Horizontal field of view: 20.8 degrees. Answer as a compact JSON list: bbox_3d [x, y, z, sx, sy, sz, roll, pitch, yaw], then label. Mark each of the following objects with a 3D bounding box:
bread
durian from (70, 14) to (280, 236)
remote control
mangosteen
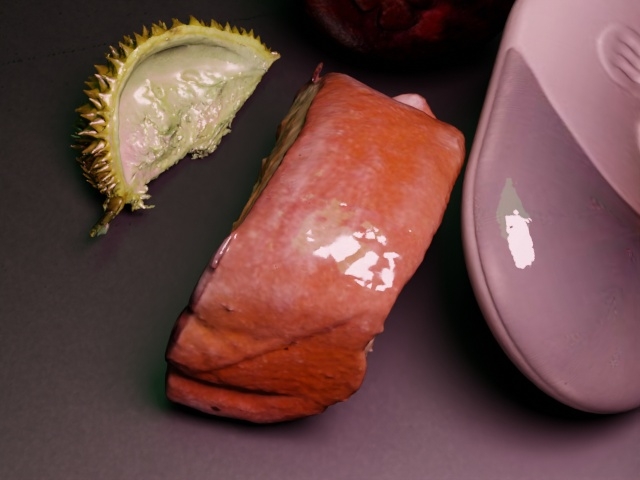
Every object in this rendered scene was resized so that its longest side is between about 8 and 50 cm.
[{"bbox_3d":[0.004,-0.007,1.132,0.123,0.190,0.244,26,56,-3],"label":"bread"},{"bbox_3d":[-0.120,-0.093,1.238,0.100,0.086,0.215,41,61,4],"label":"durian"},{"bbox_3d":[0.188,-0.042,1.169,0.221,0.103,0.332,37,55,-29],"label":"remote control"},{"bbox_3d":[0.064,-0.225,1.264,0.210,0.210,0.210,2,58,-3],"label":"mangosteen"}]
